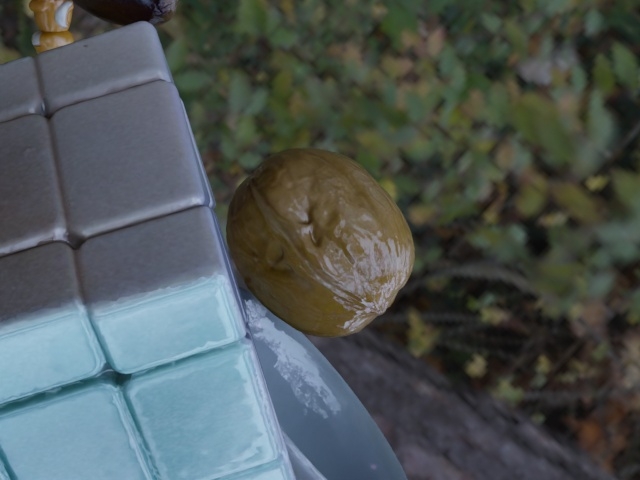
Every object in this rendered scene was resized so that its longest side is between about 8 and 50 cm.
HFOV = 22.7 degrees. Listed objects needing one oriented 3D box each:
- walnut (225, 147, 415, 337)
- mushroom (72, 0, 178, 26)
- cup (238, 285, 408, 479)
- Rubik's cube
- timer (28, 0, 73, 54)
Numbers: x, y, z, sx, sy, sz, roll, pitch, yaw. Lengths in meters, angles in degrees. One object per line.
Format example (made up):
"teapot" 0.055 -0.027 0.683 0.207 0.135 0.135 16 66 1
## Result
"walnut" 0.000 0.000 1.802 0.193 0.225 0.193 -42 159 -20
"mushroom" -0.200 -0.250 1.570 0.123 0.123 0.052 95 13 -64
"cup" -0.061 0.230 1.766 0.163 0.347 0.347 -39 165 11
"Rubik's cube" -0.222 0.064 1.315 0.316 0.319 0.322 -18 137 -1
"timer" -0.345 -0.301 2.044 0.132 0.132 0.152 -17 112 -58
